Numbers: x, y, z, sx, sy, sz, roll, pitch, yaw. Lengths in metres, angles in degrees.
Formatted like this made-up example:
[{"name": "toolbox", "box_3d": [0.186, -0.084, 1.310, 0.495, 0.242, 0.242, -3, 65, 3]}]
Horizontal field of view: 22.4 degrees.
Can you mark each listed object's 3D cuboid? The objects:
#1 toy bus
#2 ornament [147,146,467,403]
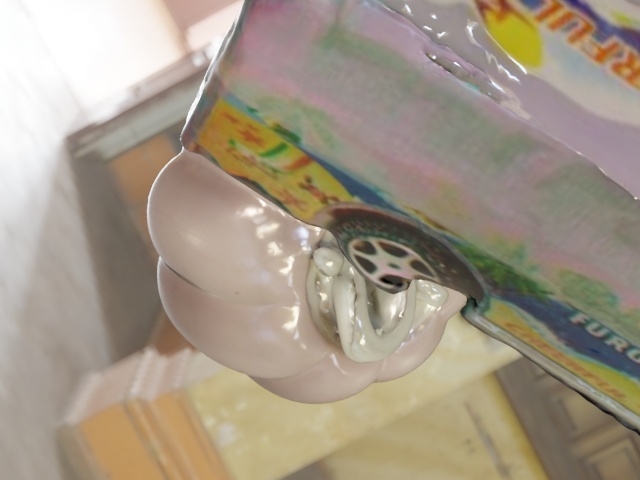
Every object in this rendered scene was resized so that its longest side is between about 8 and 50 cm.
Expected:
[{"name": "toy bus", "box_3d": [0.117, -0.001, 0.514, 0.317, 0.112, 0.138, 32, -24, -1]}, {"name": "ornament", "box_3d": [0.001, 0.000, 0.862, 0.177, 0.177, 0.177, 61, 6, -10]}]
